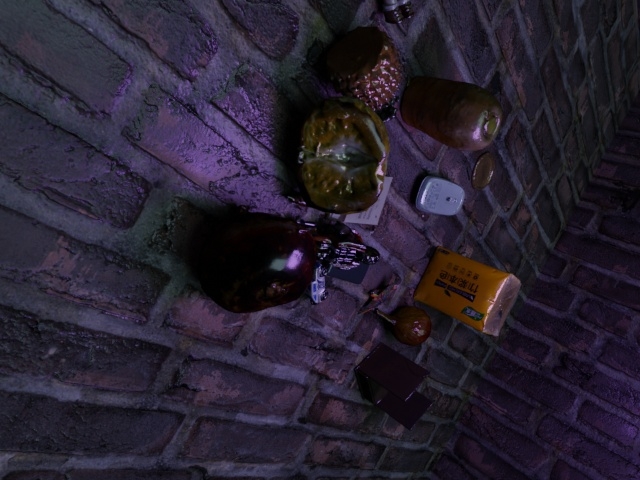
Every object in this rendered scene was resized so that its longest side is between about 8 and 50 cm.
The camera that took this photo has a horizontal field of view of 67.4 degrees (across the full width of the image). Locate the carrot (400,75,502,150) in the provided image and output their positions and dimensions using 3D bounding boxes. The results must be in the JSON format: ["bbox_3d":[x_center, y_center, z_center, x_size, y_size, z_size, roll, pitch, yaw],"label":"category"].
[{"bbox_3d":[0.460,-0.451,1.698,0.224,0.341,0.224,-25,130,-34],"label":"carrot"}]

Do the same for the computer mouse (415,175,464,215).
[{"bbox_3d":[0.502,-0.191,2.055,0.289,0.097,0.159,8,106,-36],"label":"computer mouse"}]

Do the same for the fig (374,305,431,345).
[{"bbox_3d":[0.358,0.378,2.192,0.290,0.190,0.190,12,104,-11],"label":"fig"}]

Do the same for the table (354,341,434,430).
[{"bbox_3d":[0.338,0.663,2.179,0.196,0.282,0.250,-38,133,-28],"label":"table"}]

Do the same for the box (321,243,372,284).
[{"bbox_3d":[0.107,0.075,1.818,0.230,0.050,0.160,20,95,-49],"label":"box"}]

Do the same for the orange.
[{"bbox_3d":[0.075,-0.258,1.446,0.210,0.271,0.368,-56,157,-58],"label":"orange"}]

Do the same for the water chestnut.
[{"bbox_3d":[-0.177,0.033,1.350,0.351,0.302,0.350,-19,154,-10],"label":"water chestnut"}]

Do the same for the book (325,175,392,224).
[{"bbox_3d":[0.147,-0.157,1.758,0.289,0.026,0.201,4,107,-47],"label":"book"}]

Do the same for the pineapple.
[{"bbox_3d":[0.165,-0.476,1.502,0.222,0.223,0.357,-57,150,-7],"label":"pineapple"}]

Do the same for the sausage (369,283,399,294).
[{"bbox_3d":[0.279,0.212,2.083,0.198,0.025,0.028,-10,125,-42],"label":"sausage"}]

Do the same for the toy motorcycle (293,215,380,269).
[{"bbox_3d":[0.000,0.000,1.595,0.401,0.207,0.134,4,121,-29],"label":"toy motorcycle"}]

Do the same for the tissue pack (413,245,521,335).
[{"bbox_3d":[0.680,0.233,2.238,0.228,0.382,0.293,27,89,-51],"label":"tissue pack"}]

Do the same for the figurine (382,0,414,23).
[{"bbox_3d":[0.229,-0.838,1.400,0.281,0.167,0.370,-37,140,-25],"label":"figurine"}]

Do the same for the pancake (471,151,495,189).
[{"bbox_3d":[0.795,-0.333,2.337,0.199,0.021,0.199,-22,125,-36],"label":"pancake"}]

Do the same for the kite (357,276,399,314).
[{"bbox_3d":[0.254,0.240,2.050,0.241,0.014,0.183,-43,151,7],"label":"kite"}]

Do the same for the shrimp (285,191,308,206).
[{"bbox_3d":[-0.030,-0.178,1.560,0.195,0.035,0.147,4,106,-46],"label":"shrimp"}]

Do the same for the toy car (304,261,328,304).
[{"bbox_3d":[-0.022,0.153,1.705,0.070,0.080,0.170,-23,126,-35],"label":"toy car"}]
